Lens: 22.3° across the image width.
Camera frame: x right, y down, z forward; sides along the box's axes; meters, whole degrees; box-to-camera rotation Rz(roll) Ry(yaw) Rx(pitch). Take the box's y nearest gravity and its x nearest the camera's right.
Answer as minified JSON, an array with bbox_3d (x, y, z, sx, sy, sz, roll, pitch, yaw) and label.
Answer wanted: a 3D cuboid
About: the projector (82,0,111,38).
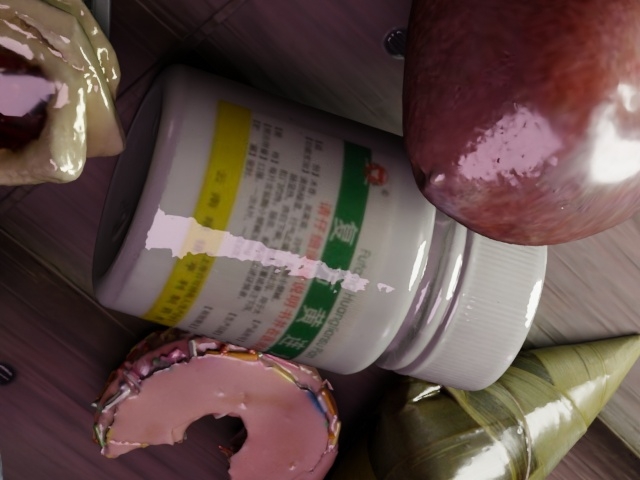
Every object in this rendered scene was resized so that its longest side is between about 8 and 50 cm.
[{"bbox_3d":[-0.226,-0.169,1.300,0.115,0.061,0.147,3,124,-8],"label":"projector"}]

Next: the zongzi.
[{"bbox_3d":[0.152,0.215,1.571,0.317,0.154,0.289,-18,158,-32],"label":"zongzi"}]

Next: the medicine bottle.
[{"bbox_3d":[0.000,0.000,1.346,0.339,0.208,0.208,17,121,-15],"label":"medicine bottle"}]

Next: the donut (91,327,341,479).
[{"bbox_3d":[-0.087,0.158,1.521,0.233,0.085,0.199,36,115,-25],"label":"donut"}]

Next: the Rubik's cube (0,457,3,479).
[{"bbox_3d":[-0.405,0.147,1.289,0.264,0.319,0.319,-5,132,38],"label":"Rubik's cube"}]

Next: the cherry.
[{"bbox_3d":[0.171,-0.121,1.243,0.221,0.307,0.261,-11,112,39],"label":"cherry"}]

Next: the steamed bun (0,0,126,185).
[{"bbox_3d":[-0.364,-0.143,1.178,0.428,0.189,0.247,8,124,5],"label":"steamed bun"}]
